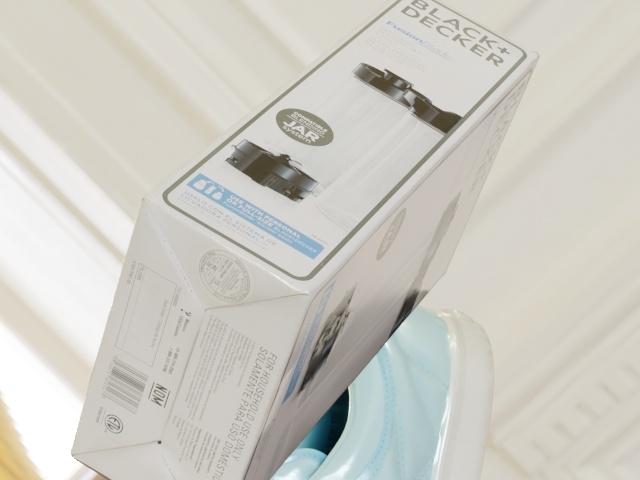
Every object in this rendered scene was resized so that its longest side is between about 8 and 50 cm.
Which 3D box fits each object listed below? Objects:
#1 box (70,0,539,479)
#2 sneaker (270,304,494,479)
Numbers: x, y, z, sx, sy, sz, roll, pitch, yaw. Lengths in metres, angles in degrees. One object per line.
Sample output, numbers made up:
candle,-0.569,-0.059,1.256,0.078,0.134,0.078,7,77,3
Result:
box,0.000,0.000,0.902,0.290,0.087,0.169,-45,-20,-53
sneaker,0.006,0.201,1.082,0.135,0.150,0.366,-38,40,54
